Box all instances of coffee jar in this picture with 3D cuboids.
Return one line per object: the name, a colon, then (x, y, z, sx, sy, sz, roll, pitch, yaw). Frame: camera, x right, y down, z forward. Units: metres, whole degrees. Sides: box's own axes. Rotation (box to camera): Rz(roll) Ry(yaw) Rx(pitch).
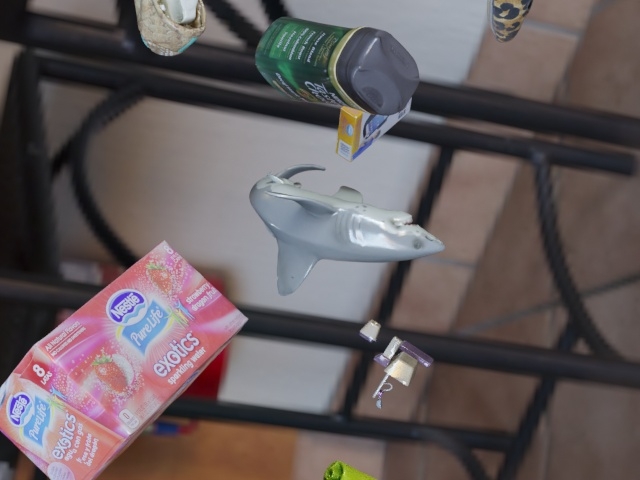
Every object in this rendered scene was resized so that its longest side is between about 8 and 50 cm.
coffee jar: (0.018, -0.187, 1.800, 0.184, 0.096, 0.079, 15, 70, 50)

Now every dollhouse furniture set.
dollhouse furniture set: (0.064, 0.153, 1.908, 0.081, 0.091, 0.114, -58, -5, 10)

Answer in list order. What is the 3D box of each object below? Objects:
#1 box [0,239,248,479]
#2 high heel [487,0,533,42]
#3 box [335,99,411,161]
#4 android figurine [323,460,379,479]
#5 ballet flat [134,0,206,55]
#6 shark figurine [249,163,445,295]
box: (-0.237, 0.145, 1.979, 0.142, 0.154, 0.300, -48, -3, 34)
high heel: (0.280, -0.292, 1.809, 0.261, 0.186, 0.093, 95, -175, -54)
box: (0.073, -0.163, 2.041, 0.028, 0.136, 0.081, 36, 147, 22)
android figurine: (0.029, 0.412, 2.118, 0.056, 0.273, 0.248, -12, 57, 52)
ballet flat: (-0.141, -0.267, 1.471, 0.067, 0.073, 0.206, -6, 104, 45)
shark figurine: (-0.026, -0.007, 1.629, 0.278, 0.166, 0.116, 24, 105, 56)
